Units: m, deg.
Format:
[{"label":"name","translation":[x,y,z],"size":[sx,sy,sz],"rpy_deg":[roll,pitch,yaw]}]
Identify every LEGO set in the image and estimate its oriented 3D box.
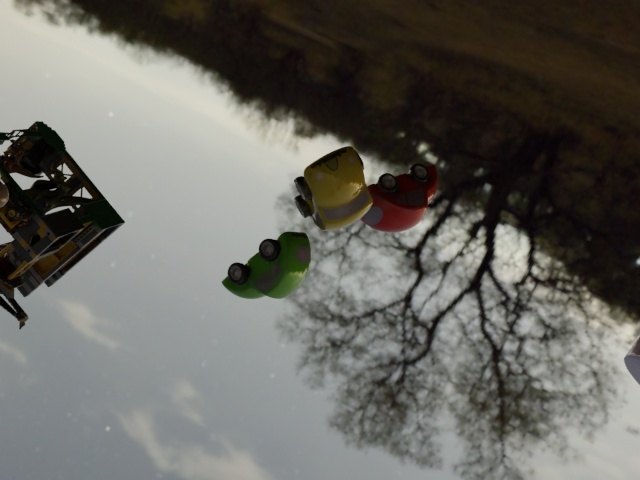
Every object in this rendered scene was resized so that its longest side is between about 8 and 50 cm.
[{"label":"LEGO set","translation":[-0.448,-0.028,1.304],"size":[0.255,0.192,0.331],"rpy_deg":[49,-169,-9]}]

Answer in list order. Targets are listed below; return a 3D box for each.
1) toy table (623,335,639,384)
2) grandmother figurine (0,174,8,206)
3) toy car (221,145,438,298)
[{"label":"toy table","translation":[0.378,0.107,0.658],"size":[0.274,0.161,0.252],"rpy_deg":[38,173,-1]},{"label":"grandmother figurine","translation":[-0.393,-0.076,0.835],"size":[0.207,0.343,0.104],"rpy_deg":[19,148,-40]},{"label":"toy car","translation":[0.000,0.000,0.901],"size":[0.053,0.225,0.239],"rpy_deg":[60,-157,17]}]
